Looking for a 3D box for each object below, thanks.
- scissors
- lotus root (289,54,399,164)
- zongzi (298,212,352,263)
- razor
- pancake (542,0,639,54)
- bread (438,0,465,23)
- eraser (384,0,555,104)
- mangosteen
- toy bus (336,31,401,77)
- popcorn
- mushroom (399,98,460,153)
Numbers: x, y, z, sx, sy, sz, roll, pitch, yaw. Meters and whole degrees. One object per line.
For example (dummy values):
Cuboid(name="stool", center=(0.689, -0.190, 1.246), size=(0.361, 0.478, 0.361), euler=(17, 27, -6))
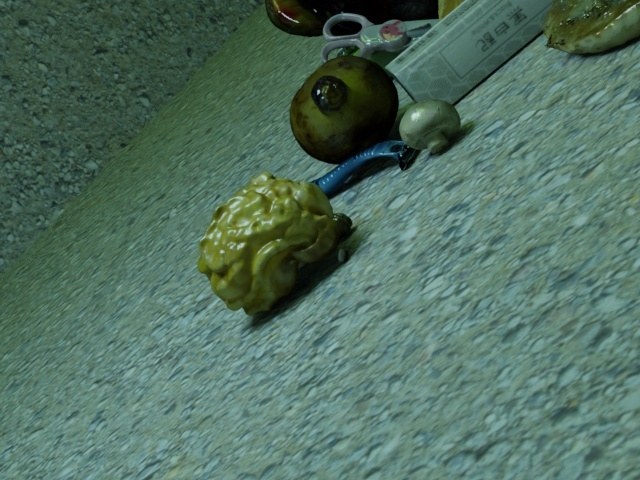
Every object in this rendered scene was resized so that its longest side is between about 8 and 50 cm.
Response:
Cuboid(name="scissors", center=(0.120, -0.345, 2.333), size=(0.242, 0.030, 0.118), euler=(-6, 55, 15))
Cuboid(name="lotus root", center=(0.034, -0.192, 2.056), size=(0.169, 0.141, 0.314), euler=(-48, -4, 8))
Cuboid(name="zongzi", center=(0.000, 0.000, 1.868), size=(0.076, 0.040, 0.083), euler=(-1, 53, 56))
Cuboid(name="razor", center=(0.046, -0.101, 2.021), size=(0.253, 0.042, 0.082), euler=(-25, 23, 45))
Cuboid(name="pancake", center=(0.429, -0.358, 1.802), size=(0.356, 0.065, 0.356), euler=(-35, 17, 12))
Cuboid(name="bread", center=(0.262, -0.420, 2.182), size=(0.251, 0.133, 0.174), euler=(-46, -1, -18))
Cuboid(name="eraser", center=(0.283, -0.342, 2.028), size=(0.404, 0.096, 0.098), euler=(-39, 15, 4))
Cuboid(name="mangosteen", center=(0.089, -0.535, 2.494), size=(0.421, 0.381, 0.381), euler=(-23, 23, 47))
Cuboid(name="toy bus", center=(0.061, -0.282, 2.391), size=(0.175, 0.088, 0.101), euler=(-49, 19, -21))
Cuboid(name="popcorn", center=(-0.073, -0.007, 1.820), size=(0.194, 0.140, 0.163), euler=(-40, 45, 21))
Cuboid(name="mushroom", center=(0.149, -0.153, 1.874), size=(0.083, 0.067, 0.083), euler=(-20, -25, -10))
